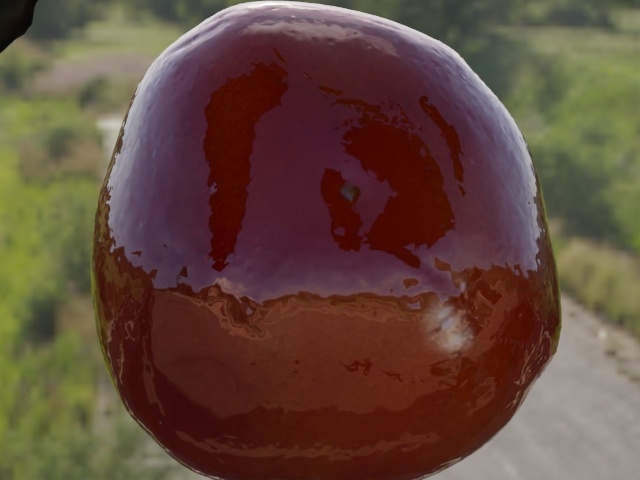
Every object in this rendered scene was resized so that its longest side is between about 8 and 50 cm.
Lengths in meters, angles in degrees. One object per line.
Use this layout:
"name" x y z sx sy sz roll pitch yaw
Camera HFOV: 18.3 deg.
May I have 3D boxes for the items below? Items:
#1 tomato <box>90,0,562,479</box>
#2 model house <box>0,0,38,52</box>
"tomato" 0.004 0.000 1.001 0.260 0.260 0.180 0 -11 -6
"model house" -0.260 -0.248 0.759 0.339 0.360 0.297 27 -24 20
